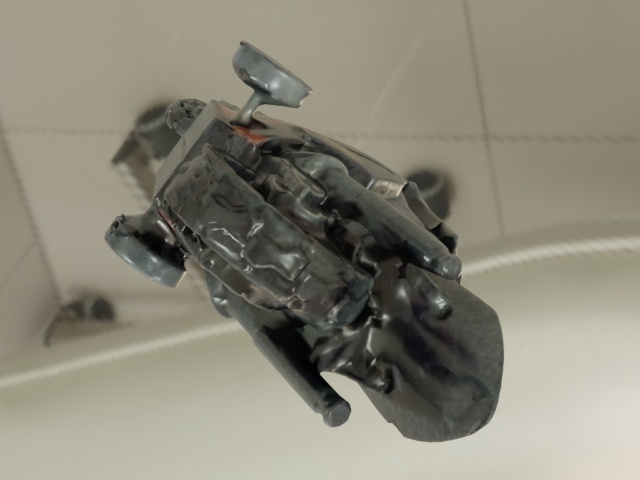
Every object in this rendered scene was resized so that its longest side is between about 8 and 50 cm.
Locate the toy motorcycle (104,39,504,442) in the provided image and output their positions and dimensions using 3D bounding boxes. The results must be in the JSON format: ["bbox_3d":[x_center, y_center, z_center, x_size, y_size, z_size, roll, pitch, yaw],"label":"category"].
[{"bbox_3d":[0.000,0.000,0.816,0.173,0.307,0.108,37,97,-12],"label":"toy motorcycle"}]
